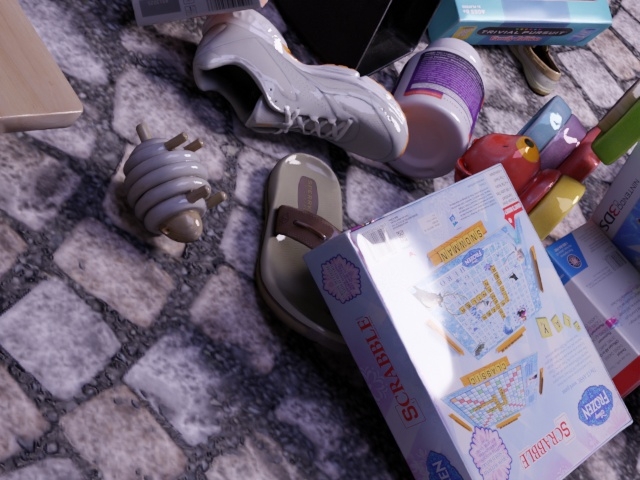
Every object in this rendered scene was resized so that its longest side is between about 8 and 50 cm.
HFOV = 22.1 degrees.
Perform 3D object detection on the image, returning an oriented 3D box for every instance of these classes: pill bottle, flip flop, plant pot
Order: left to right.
[{"bbox_3d":[0.000,0.000,1.670,0.112,0.080,0.277,25,38,-23],"label":"flip flop"},{"bbox_3d":[0.049,-0.328,1.991,0.167,0.188,0.187,37,34,12],"label":"plant pot"},{"bbox_3d":[0.138,-0.164,1.955,0.108,0.108,0.193,37,36,-9],"label":"pill bottle"}]

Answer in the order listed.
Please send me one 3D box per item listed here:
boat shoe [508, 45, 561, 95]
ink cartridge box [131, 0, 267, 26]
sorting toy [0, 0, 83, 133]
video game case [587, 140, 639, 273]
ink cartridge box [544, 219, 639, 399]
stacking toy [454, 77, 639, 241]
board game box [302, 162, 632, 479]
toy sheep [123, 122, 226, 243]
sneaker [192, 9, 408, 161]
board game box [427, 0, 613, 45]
[{"bbox_3d":[0.297,-0.262,2.270,0.050,0.045,0.135,6,49,-41],"label":"boat shoe"},{"bbox_3d":[-0.119,-0.286,1.826,0.179,0.145,0.045,-61,142,-68],"label":"ink cartridge box"},{"bbox_3d":[-0.386,-0.177,1.472,0.255,0.089,0.257,-10,60,-49],"label":"sorting toy"},{"bbox_3d":[0.445,0.015,1.892,0.269,0.244,0.061,42,61,14],"label":"video game case"},{"bbox_3d":[0.340,0.099,1.901,0.231,0.078,0.134,50,36,11],"label":"ink cartridge box"},{"bbox_3d":[0.283,-0.137,1.904,0.130,0.279,0.309,43,20,0],"label":"stacking toy"},{"bbox_3d":[0.159,0.105,1.661,0.318,0.066,0.318,-23,85,-53],"label":"board game box"},{"bbox_3d":[-0.147,-0.056,1.579,0.091,0.091,0.132,0,60,-45],"label":"toy sheep"},{"bbox_3d":[-0.029,-0.145,1.799,0.262,0.099,0.121,29,44,-6],"label":"sneaker"},{"bbox_3d":[0.238,-0.432,2.227,0.253,0.079,0.336,-4,73,-29],"label":"board game box"}]
